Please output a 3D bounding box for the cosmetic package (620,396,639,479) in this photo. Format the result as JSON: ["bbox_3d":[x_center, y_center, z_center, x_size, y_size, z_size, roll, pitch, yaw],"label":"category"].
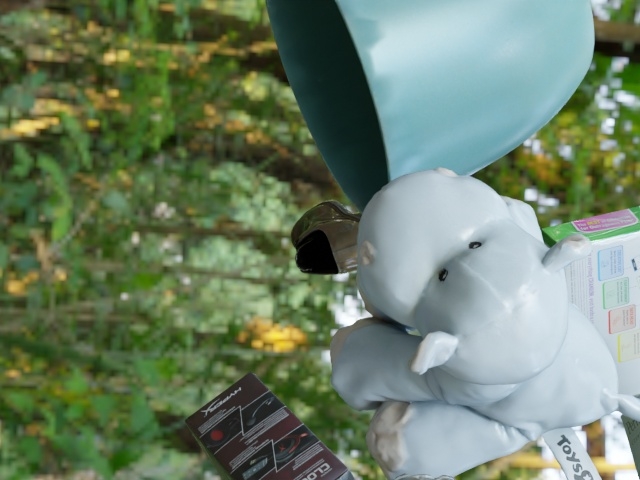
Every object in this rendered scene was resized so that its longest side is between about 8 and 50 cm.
[{"bbox_3d":[0.477,0.320,1.545,0.217,0.156,0.385,110,-28,-56],"label":"cosmetic package"}]

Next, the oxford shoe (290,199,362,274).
[{"bbox_3d":[0.000,0.000,1.778,0.227,0.096,0.082,3,-68,69],"label":"oxford shoe"}]

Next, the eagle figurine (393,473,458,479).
[{"bbox_3d":[0.118,0.296,1.049,0.226,0.298,0.225,-55,163,16],"label":"eagle figurine"}]

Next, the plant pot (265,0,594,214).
[{"bbox_3d":[0.106,-0.195,1.307,0.293,0.235,0.293,158,-90,-80],"label":"plant pot"}]

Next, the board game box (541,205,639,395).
[{"bbox_3d":[0.443,0.069,1.808,0.064,0.317,0.242,-125,-154,-61],"label":"board game box"}]

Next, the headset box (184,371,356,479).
[{"bbox_3d":[-0.018,0.318,1.685,0.293,0.110,0.218,37,-21,55],"label":"headset box"}]

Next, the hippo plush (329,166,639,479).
[{"bbox_3d":[0.105,0.079,1.061,0.294,0.234,0.236,51,4,26],"label":"hippo plush"}]
